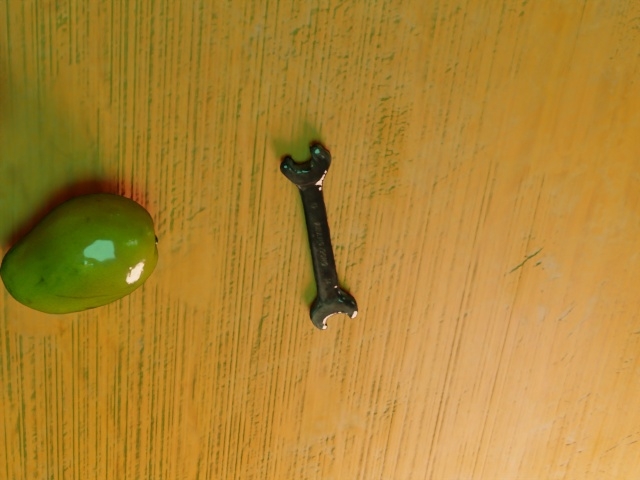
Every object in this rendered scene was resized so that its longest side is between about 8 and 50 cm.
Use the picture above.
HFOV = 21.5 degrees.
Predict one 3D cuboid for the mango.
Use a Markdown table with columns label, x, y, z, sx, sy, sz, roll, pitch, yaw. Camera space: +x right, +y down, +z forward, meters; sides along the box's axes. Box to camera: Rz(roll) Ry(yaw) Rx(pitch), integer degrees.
| label | x | y | z | sx | sy | sz | roll | pitch | yaw |
| --- | --- | --- | --- | --- | --- | --- | --- | --- | --- |
| mango | -0.229 | 0.015 | 1.637 | 0.163 | 0.089 | 0.117 | -31 | 140 | 33 |

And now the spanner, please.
| label | x | y | z | sx | sy | sz | roll | pitch | yaw |
| --- | --- | --- | --- | --- | --- | --- | --- | --- | --- |
| spanner | 0.000 | 0.000 | 1.711 | 0.054 | 0.015 | 0.254 | -10 | 133 | 0 |
